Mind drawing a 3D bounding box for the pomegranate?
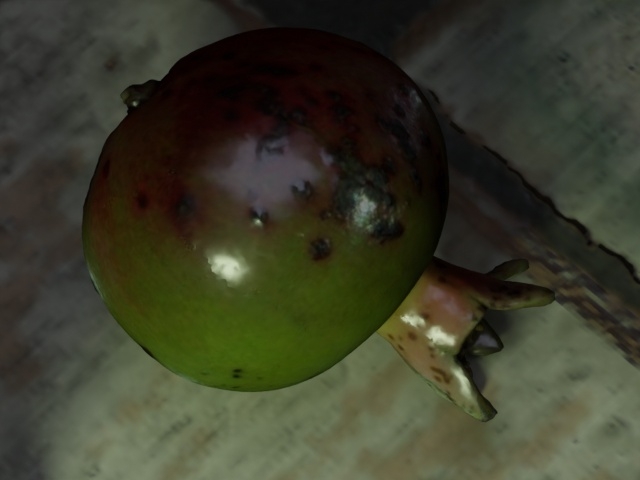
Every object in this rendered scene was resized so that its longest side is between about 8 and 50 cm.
[{"bbox_3d":[0.000,-0.003,0.611,0.159,0.129,0.129,20,66,9],"label":"pomegranate"}]
